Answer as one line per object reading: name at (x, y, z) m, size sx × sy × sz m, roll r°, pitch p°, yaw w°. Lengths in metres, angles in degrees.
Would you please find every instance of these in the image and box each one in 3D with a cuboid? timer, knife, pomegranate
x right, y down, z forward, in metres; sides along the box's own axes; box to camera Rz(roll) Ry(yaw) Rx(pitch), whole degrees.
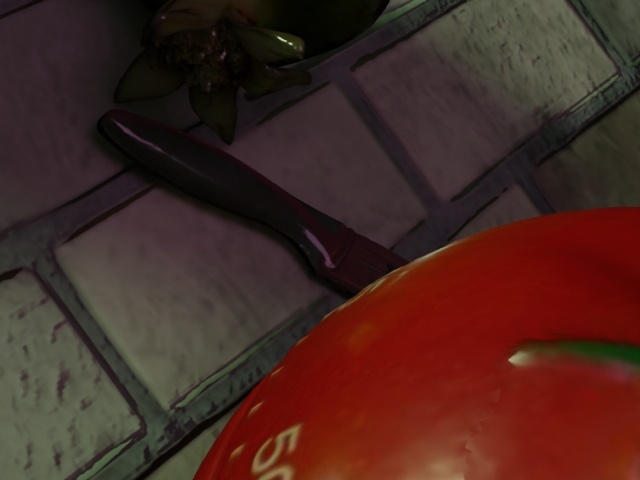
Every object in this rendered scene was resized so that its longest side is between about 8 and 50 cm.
timer at (0.115, 0.178, 0.607) m, size 0.378 × 0.279 × 0.378 m, roll 22°, pitch 50°, yaw -28°
knife at (0.000, 0.000, 0.812) m, size 0.247 × 0.018 × 0.035 m, roll 28°, pitch 45°, yaw -27°
pomegranate at (-0.025, -0.132, 0.791) m, size 0.148 × 0.148 × 0.169 m, roll 20°, pitch 63°, yaw -32°
